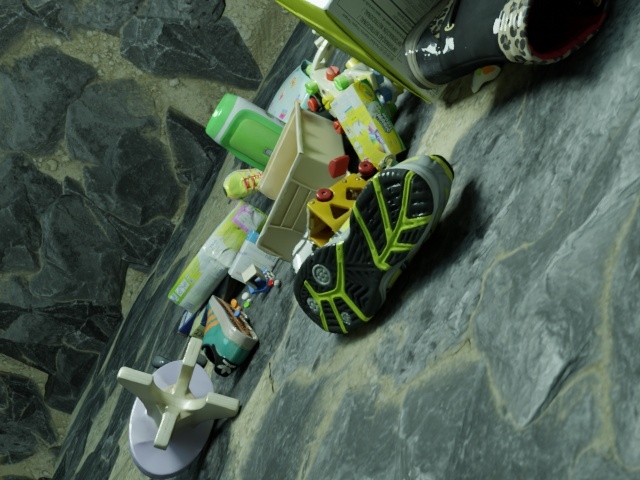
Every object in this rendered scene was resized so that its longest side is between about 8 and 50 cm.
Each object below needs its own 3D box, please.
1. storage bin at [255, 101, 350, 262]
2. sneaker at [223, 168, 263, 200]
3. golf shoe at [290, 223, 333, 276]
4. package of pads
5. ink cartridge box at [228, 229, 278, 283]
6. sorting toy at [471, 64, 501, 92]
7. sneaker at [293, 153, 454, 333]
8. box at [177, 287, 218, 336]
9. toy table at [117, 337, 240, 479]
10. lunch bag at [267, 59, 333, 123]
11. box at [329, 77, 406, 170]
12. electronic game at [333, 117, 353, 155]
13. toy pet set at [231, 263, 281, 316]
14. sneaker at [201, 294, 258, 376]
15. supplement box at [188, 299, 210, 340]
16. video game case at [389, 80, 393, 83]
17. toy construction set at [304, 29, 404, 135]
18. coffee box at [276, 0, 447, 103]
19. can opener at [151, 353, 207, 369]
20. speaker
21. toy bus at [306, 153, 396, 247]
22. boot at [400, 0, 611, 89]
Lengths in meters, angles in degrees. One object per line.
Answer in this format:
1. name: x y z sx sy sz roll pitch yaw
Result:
1. storage bin: -0.048 -0.125 1.839 0.262 0.123 0.260 -96 30 -58
2. sneaker: -0.178 -0.171 2.328 0.208 0.081 0.094 -24 11 -34
3. golf shoe: 0.000 0.000 1.639 0.094 0.077 0.198 -44 24 45
4. package of pads: -0.274 0.039 2.278 0.229 0.101 0.296 -50 6 35
5. ink cartridge box: -0.157 0.048 2.014 0.122 0.088 0.052 -62 16 -1
6. sorting toy: 0.269 -0.288 1.383 0.075 0.045 0.083 108 177 -48
7. sneaker: 0.090 0.016 1.300 0.147 0.145 0.384 -33 -11 -45
8. box: -0.355 0.182 2.488 0.225 0.036 0.136 -47 22 45
9. toy table: -0.304 0.342 1.740 0.161 0.252 0.274 113 161 -49
10. lunch bag: -0.051 -0.349 2.238 0.223 0.160 0.262 -55 11 18
11. box: 0.096 -0.208 1.587 0.043 0.179 0.105 -27 -1 -27
12. electronic game: 0.082 -0.299 1.939 0.229 0.048 0.229 -159 90 -75
13. toy pet set: -0.143 0.117 1.915 0.122 0.065 0.114 -41 37 12
14. sneaker: -0.230 0.217 1.918 0.121 0.108 0.302 -56 18 3
15. supplement box: -0.303 0.220 2.228 0.083 0.056 0.083 -45 22 43
16. video game case: 0.226 -0.445 1.789 0.274 0.026 0.196 -27 37 64
17. toy construction set: 0.052 -0.345 1.753 0.215 0.151 0.327 83 166 -48
18. coffee box: 0.100 -0.500 1.437 0.337 0.338 0.334 41 99 40
19. can opener: -0.388 0.347 2.234 0.280 0.093 0.074 -24 39 58
20. speaker: -0.122 -0.233 2.001 0.131 0.297 0.131 -53 18 25
21. toy bus: 0.072 -0.054 1.455 0.104 0.191 0.202 41 108 29
22. boot: 0.311 -0.377 1.214 0.377 0.138 0.284 -47 23 -13
